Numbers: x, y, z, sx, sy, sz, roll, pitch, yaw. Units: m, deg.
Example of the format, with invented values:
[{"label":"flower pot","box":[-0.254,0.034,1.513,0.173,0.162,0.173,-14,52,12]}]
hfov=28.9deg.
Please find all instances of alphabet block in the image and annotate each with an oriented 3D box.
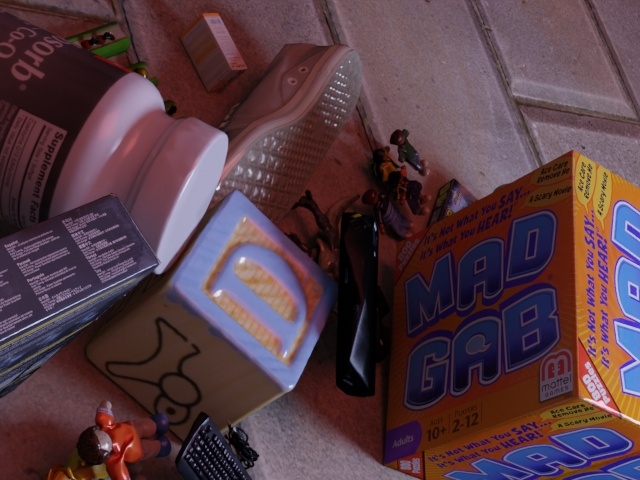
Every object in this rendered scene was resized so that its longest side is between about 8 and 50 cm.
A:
[{"label":"alphabet block","box":[-0.126,0.096,1.482,0.192,0.197,0.193,45,41,-12]}]

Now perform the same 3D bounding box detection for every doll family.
[{"label":"doll family","box":[-0.222,0.307,1.315,0.163,0.118,0.263,4,63,-63]},{"label":"doll family","box":[0.116,-0.090,1.944,0.111,0.076,0.193,45,31,-41]}]

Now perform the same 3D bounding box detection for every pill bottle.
[{"label":"pill bottle","box":[-0.299,-0.115,1.359,0.362,0.210,0.210,25,42,5]}]

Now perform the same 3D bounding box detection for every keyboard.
[{"label":"keyboard","box":[-0.102,0.260,1.416,0.192,0.038,0.100,67,40,-51]}]

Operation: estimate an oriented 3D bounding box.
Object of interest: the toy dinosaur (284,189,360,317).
[{"label":"toy dinosaur","box":[0.000,0.000,1.786,0.118,0.064,0.268,37,38,-27]}]

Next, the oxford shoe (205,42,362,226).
[{"label":"oxford shoe","box":[-0.084,-0.138,1.757,0.130,0.169,0.449,14,45,21]}]

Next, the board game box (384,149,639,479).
[{"label":"board game box","box":[0.344,0.158,1.742,0.356,0.356,0.357,25,55,-30]}]

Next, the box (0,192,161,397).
[{"label":"box","box":[-0.374,0.122,1.127,0.395,0.318,0.097,-29,85,-50]}]

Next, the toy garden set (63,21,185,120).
[{"label":"toy garden set","box":[-0.266,-0.175,1.653,0.244,0.049,0.204,54,40,1]}]

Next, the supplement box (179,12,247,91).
[{"label":"supplement box","box":[-0.157,-0.275,1.821,0.036,0.062,0.098,-16,75,-50]}]

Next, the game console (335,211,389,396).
[{"label":"game console","box":[0.059,0.103,1.620,0.361,0.043,0.213,58,33,-75]}]

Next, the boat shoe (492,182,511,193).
[{"label":"boat shoe","box":[0.361,0.037,2.046,0.285,0.104,0.089,57,45,-13]}]

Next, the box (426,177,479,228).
[{"label":"box","box":[0.223,0.003,2.013,0.114,0.036,0.207,40,42,-16]}]
